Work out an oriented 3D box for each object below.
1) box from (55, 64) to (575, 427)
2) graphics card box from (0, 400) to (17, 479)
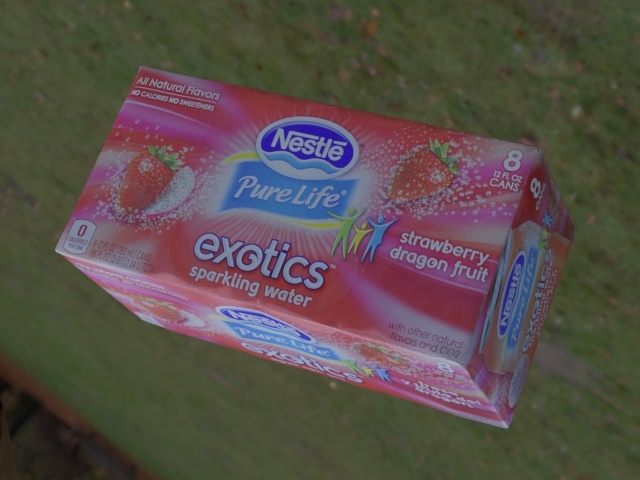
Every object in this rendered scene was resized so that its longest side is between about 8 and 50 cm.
[{"bbox_3d":[0.000,0.000,0.937,0.300,0.154,0.142,15,163,25],"label":"box"},{"bbox_3d":[-0.277,0.107,0.324,0.371,0.094,0.233,5,-157,-1],"label":"graphics card box"}]
